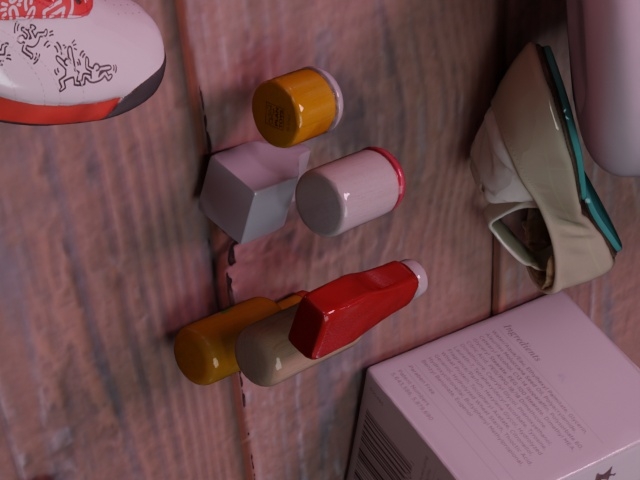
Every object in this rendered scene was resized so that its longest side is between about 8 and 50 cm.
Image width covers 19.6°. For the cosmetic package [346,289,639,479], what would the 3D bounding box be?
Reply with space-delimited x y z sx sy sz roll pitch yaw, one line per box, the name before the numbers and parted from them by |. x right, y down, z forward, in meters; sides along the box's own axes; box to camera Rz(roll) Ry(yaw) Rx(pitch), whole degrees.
cosmetic package | 0.138 0.160 1.352 0.184 0.151 0.151 -20 140 -26

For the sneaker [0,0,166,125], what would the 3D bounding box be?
sneaker | -0.158 -0.138 0.828 0.270 0.090 0.145 3 128 -41

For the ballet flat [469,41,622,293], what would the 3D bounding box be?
ballet flat | 0.141 -0.037 1.220 0.086 0.086 0.248 -38 145 -4

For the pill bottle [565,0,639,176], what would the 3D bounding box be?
pill bottle | 0.309 -0.136 1.071 0.323 0.181 0.181 -5 139 3

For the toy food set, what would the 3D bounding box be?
toy food set | 0.000 0.000 1.103 0.104 0.111 0.232 -23 141 -42
